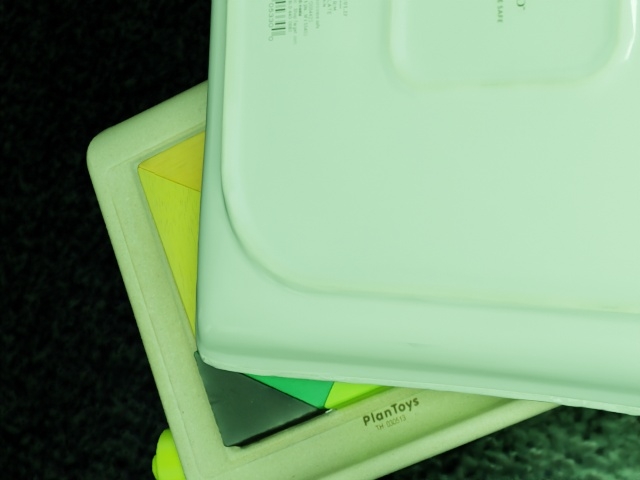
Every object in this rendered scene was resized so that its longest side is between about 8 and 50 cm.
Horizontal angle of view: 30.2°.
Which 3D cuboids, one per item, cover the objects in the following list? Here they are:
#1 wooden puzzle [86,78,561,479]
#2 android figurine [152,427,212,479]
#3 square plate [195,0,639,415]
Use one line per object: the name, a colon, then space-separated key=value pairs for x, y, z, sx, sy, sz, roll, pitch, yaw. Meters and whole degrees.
wooden puzzle: x=0.000 y=0.000 z=0.589 sx=0.221 sy=0.044 sz=0.238 roll=-25 pitch=68 yaw=14
android figurine: x=-0.019 y=0.212 z=0.598 sx=0.273 sy=0.056 sz=0.248 roll=-8 pitch=74 yaw=16
square plate: x=0.081 y=-0.104 z=0.470 sx=0.344 sy=0.049 sz=0.347 roll=3 pitch=92 yaw=32
